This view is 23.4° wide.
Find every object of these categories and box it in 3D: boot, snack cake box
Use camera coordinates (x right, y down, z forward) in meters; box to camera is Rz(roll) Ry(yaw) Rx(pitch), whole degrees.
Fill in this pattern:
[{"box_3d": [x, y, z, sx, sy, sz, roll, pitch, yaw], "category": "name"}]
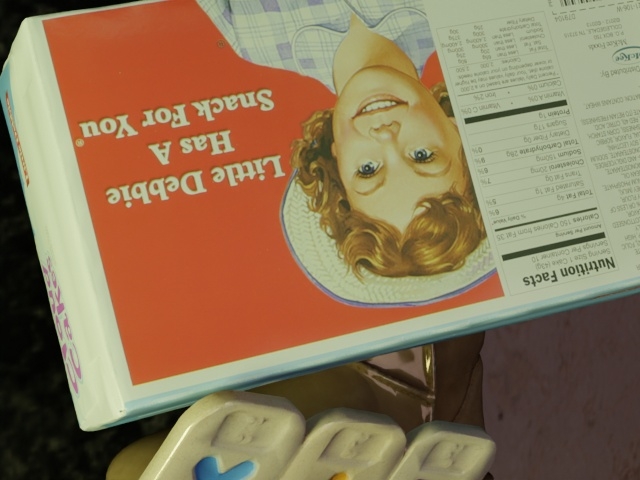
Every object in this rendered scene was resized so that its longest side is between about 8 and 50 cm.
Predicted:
[{"box_3d": [0.000, 0.000, 0.719, 0.236, 0.089, 0.270, 3, 90, -47], "category": "boot"}, {"box_3d": [0.018, -0.028, 0.631, 0.264, 0.089, 0.152, -12, 83, -20], "category": "snack cake box"}]

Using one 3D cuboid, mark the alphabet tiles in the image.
[{"box_3d": [-0.055, 0.173, 0.636, 0.284, 0.021, 0.278, 13, 116, -44], "category": "alphabet tiles"}]
